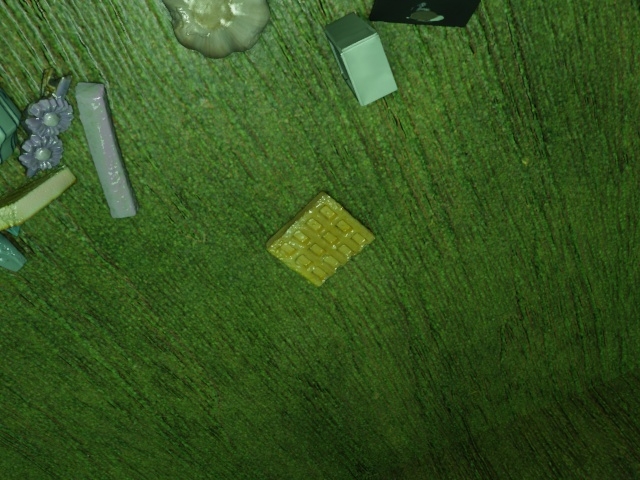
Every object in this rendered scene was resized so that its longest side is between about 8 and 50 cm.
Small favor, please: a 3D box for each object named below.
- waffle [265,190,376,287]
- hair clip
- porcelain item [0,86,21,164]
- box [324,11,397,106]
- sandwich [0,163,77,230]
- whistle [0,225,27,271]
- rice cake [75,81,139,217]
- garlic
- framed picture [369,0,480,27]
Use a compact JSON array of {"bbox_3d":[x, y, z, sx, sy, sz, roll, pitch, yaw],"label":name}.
[{"bbox_3d":[0.000,0.000,1.490,0.247,0.055,0.221,-41,121,17],"label":"waffle"},{"bbox_3d":[-0.638,-0.257,1.188,0.106,0.084,0.292,-18,144,-55],"label":"hair clip"},{"bbox_3d":[-0.823,-0.271,1.092,0.281,0.157,0.286,-22,125,6],"label":"porcelain item"},{"bbox_3d":[0.082,-0.405,1.138,0.086,0.225,0.130,-24,124,6],"label":"box"},{"bbox_3d":[-0.695,-0.094,1.230,0.192,0.162,0.058,-24,121,4],"label":"sandwich"},{"bbox_3d":[-0.868,-0.016,1.287,0.186,0.093,0.274,-30,123,24],"label":"whistle"},{"bbox_3d":[-0.518,-0.202,1.258,0.072,0.056,0.365,-6,123,-5],"label":"rice cake"},{"bbox_3d":[-0.210,-0.494,1.068,0.227,0.152,0.228,-2,129,-3],"label":"garlic"},{"bbox_3d":[0.257,-0.568,1.075,0.243,0.013,0.324,0,162,-11],"label":"framed picture"}]
